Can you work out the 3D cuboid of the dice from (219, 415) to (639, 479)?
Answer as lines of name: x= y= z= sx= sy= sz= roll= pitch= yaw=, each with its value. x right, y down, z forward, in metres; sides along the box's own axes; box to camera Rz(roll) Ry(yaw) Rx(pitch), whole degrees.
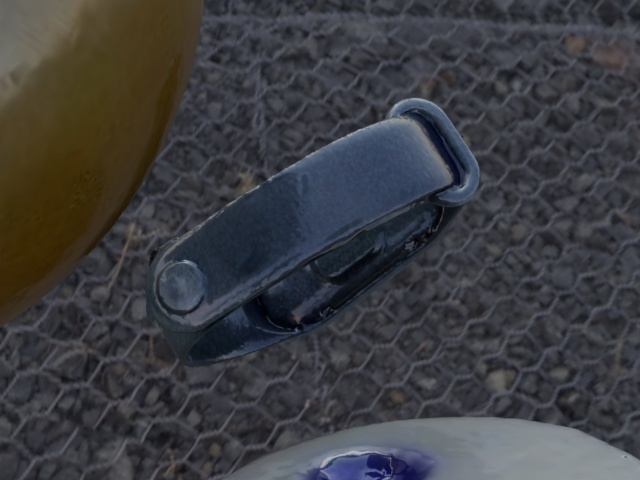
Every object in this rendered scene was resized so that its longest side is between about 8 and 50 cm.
dice: x=0.049 y=0.246 z=0.553 sx=0.243 sy=0.251 sz=0.259 roll=-11 pitch=102 yaw=-19

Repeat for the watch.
watch: x=0.000 y=0.000 z=0.683 sx=0.206 sy=0.193 sz=0.068 roll=-35 pitch=78 yaw=13

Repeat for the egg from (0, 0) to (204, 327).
egg: x=-0.182 y=-0.111 z=0.428 sx=0.283 sy=0.282 sz=0.351 roll=14 pitch=44 yaw=-11
